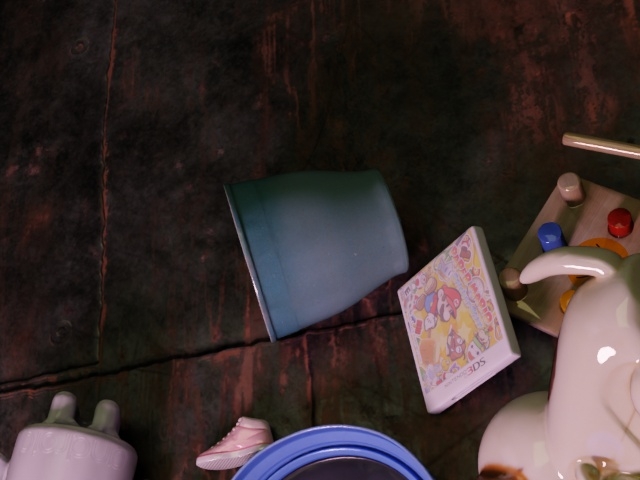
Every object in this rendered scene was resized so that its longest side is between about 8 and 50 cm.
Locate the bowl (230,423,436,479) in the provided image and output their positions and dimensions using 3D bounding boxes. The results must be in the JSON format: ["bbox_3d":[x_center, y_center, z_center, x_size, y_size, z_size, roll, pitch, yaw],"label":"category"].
[{"bbox_3d":[0.015,0.471,1.582,0.391,0.077,0.391,-10,58,17],"label":"bowl"}]

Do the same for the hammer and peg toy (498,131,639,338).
[{"bbox_3d":[0.447,-0.003,1.635,0.266,0.127,0.361,25,75,33],"label":"hammer and peg toy"}]

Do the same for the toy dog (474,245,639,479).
[{"bbox_3d":[0.371,0.240,1.406,0.395,0.408,0.284,31,34,-3],"label":"toy dog"}]

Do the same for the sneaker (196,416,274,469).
[{"bbox_3d":[-0.140,0.330,1.743,0.134,0.051,0.070,-16,57,10],"label":"sneaker"}]

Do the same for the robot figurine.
[{"bbox_3d":[-0.415,0.428,1.711,0.300,0.199,0.353,9,65,-1],"label":"robot figurine"}]

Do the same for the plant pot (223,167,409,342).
[{"bbox_3d":[0.000,0.000,1.751,0.255,0.271,0.271,-17,57,-4],"label":"plant pot"}]

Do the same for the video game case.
[{"bbox_3d":[0.209,0.125,1.653,0.206,0.026,0.226,-45,45,42],"label":"video game case"}]
